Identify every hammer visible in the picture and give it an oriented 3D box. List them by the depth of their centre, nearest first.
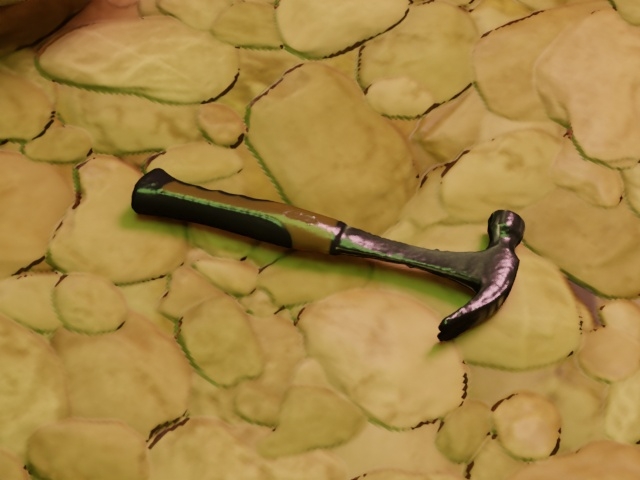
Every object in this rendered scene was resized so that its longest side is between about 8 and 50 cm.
[{"bbox_3d":[0.000,0.000,0.758,0.201,0.021,0.078,13,55,8],"label":"hammer"}]

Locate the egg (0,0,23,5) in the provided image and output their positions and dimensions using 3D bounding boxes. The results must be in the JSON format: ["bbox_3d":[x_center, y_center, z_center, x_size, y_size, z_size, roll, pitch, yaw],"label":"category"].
[{"bbox_3d":[-0.199,-0.219,0.807,0.253,0.189,0.189,-13,56,-4],"label":"egg"}]
